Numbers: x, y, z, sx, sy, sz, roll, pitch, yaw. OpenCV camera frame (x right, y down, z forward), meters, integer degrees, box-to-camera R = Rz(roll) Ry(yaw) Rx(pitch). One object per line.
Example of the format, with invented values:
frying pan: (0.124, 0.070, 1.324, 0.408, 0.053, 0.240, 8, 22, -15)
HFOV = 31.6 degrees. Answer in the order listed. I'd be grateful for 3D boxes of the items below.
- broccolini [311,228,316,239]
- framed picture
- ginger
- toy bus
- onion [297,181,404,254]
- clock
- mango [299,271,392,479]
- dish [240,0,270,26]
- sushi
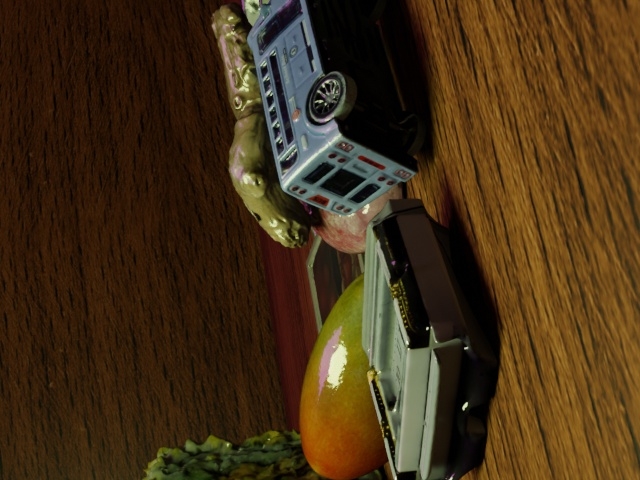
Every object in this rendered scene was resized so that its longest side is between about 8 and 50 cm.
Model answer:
broccolini: (0.000, 0.000, 1.974, 0.054, 0.051, 0.239, -155, 51, -75)
framed picture: (0.027, 0.051, 1.700, 0.289, 0.020, 0.211, 110, 154, -57)
ginger: (-0.076, -0.129, 1.299, 0.122, 0.084, 0.290, 173, 84, -81)
toy bus: (0.005, -0.177, 1.191, 0.133, 0.125, 0.292, -37, 49, 32)
onion: (0.018, -0.120, 1.372, 0.227, 0.120, 0.283, 153, 110, -77)
clock: (0.099, 0.106, 1.091, 0.253, 0.083, 0.186, 91, 170, -45)
mango: (0.046, 0.163, 1.315, 0.129, 0.146, 0.289, -129, 33, -49)
dish: (-0.046, -0.332, 1.650, 0.303, 0.120, 0.303, 173, 90, -83)
sushi: (-0.091, 0.432, 1.687, 0.351, 0.396, 0.240, -89, -6, -72)
